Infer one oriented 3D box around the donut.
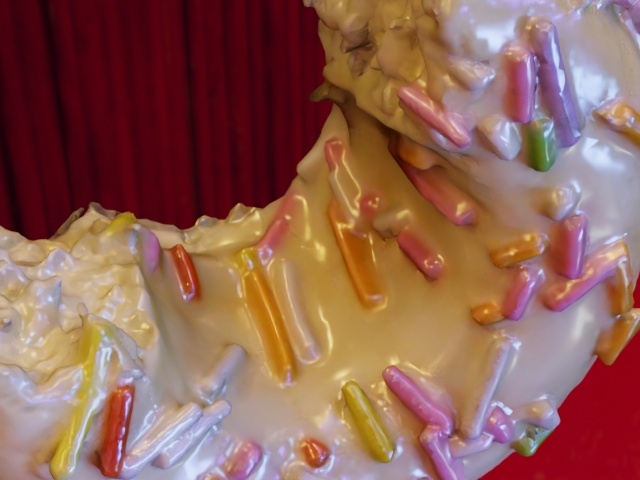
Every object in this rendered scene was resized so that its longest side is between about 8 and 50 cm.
[{"bbox_3d":[-0.002,0.009,0.864,0.371,0.307,0.150,-40,43,5],"label":"donut"}]
